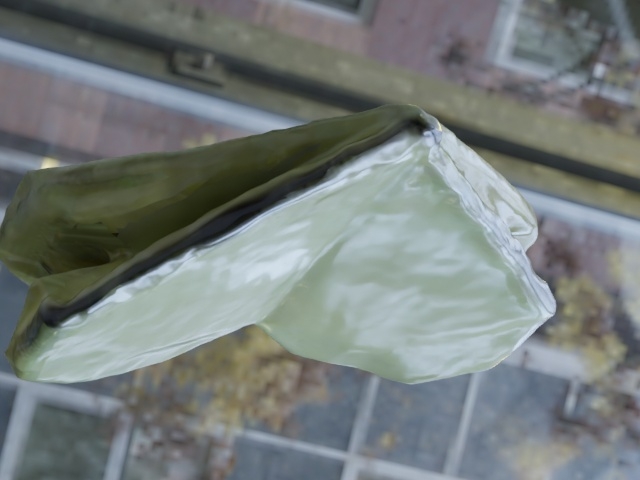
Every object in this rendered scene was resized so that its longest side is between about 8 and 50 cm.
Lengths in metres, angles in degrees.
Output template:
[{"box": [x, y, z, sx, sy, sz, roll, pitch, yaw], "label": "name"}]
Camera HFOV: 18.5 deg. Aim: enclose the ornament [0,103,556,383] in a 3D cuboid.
[{"box": [0.000, 0.000, 0.684, 0.180, 0.201, 0.059, 133, -47, -54], "label": "ornament"}]
